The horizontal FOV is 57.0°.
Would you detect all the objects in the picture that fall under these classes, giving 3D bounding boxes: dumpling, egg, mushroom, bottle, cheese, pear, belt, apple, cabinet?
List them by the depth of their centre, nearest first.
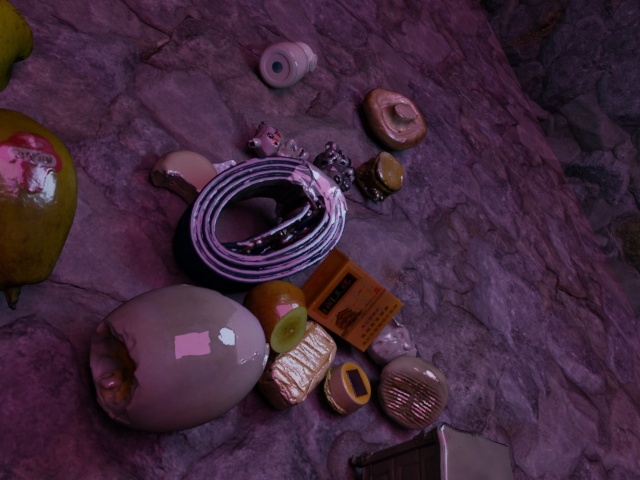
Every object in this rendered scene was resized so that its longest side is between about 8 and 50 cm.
[{"bbox_3d":[-0.598,-0.056,1.095,0.287,0.287,0.375,-6,82,-43],"label":"pear"},{"bbox_3d":[-0.263,0.224,1.165,0.336,0.278,0.278,-9,67,-41],"label":"egg"},{"bbox_3d":[-0.775,-0.450,1.289,0.282,0.176,0.286,1,62,-43],"label":"pear"},{"bbox_3d":[0.238,0.603,1.303,0.228,0.318,0.289,26,48,-27],"label":"cabinet"},{"bbox_3d":[-0.099,0.170,1.343,0.147,0.146,0.163,-8,40,-22],"label":"apple"},{"bbox_3d":[-0.144,-0.044,1.474,0.437,0.173,0.300,-24,89,-35],"label":"belt"},{"bbox_3d":[-0.326,-0.188,1.564,0.163,0.071,0.249,46,42,-7],"label":"cheese"},{"bbox_3d":[0.192,0.283,1.633,0.108,0.127,0.188,-19,81,-56],"label":"dumpling"},{"bbox_3d":[-0.099,-0.614,2.024,0.147,0.147,0.236,47,34,-4],"label":"bottle"},{"bbox_3d":[0.277,-0.457,2.232,0.278,0.146,0.278,14,58,-23],"label":"mushroom"}]

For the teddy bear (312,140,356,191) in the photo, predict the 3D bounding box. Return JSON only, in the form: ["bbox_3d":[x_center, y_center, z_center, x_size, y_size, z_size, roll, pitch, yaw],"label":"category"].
[{"bbox_3d":[0.029,-0.168,1.812,0.171,0.144,0.251,48,42,-24],"label":"teddy bear"}]

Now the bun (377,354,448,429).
[{"bbox_3d":[0.241,0.398,1.583,0.193,0.178,0.128,30,11,0],"label":"bun"}]

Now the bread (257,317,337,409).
[{"bbox_3d":[-0.061,0.298,1.419,0.140,0.106,0.236,48,42,-4],"label":"bread"}]

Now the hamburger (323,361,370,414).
[{"bbox_3d":[0.061,0.375,1.491,0.126,0.081,0.141,58,30,6],"label":"hamburger"}]

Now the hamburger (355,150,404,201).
[{"bbox_3d":[0.199,-0.204,1.999,0.159,0.131,0.184,37,49,-28],"label":"hamburger"}]

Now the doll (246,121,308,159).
[{"bbox_3d":[-0.131,-0.274,1.780,0.192,0.095,0.149,41,36,-7],"label":"doll"}]

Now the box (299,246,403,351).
[{"bbox_3d":[0.075,0.159,1.528,0.274,0.174,0.076,40,-1,-42],"label":"box"}]
